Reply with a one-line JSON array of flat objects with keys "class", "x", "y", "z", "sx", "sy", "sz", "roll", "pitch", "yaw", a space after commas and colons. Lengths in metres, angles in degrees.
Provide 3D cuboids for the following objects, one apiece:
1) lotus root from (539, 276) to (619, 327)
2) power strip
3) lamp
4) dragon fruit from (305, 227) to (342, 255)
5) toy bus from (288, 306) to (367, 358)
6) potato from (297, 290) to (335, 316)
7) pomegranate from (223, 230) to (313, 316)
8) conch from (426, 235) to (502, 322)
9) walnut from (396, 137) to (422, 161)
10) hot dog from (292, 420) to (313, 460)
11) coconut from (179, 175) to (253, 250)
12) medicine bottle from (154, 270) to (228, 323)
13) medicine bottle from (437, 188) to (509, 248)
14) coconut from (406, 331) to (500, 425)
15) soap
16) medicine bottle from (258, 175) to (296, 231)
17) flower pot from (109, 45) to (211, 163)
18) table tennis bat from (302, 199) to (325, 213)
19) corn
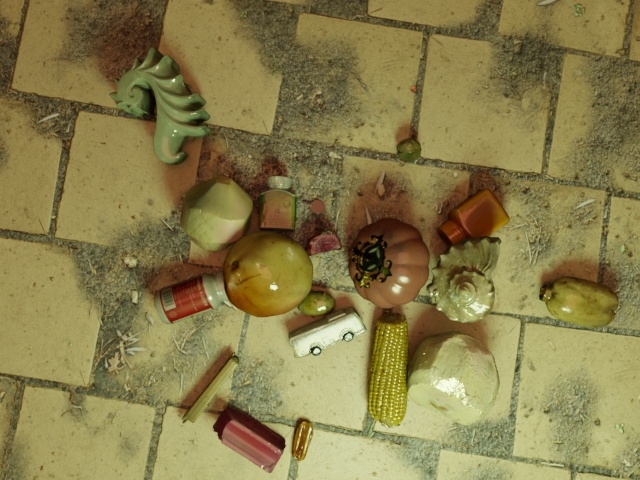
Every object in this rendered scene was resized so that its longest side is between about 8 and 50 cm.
[{"class": "lotus root", "x": 0.904, "y": 0.212, "z": 1.823, "sx": 0.283, "sy": 0.146, "sz": 0.160, "roll": 14, "pitch": 69, "yaw": 3}, {"class": "power strip", "x": -0.381, "y": 0.523, "z": 1.825, "sx": 0.044, "sy": 0.064, "sz": 0.305, "roll": 39, "pitch": 87, "yaw": -5}, {"class": "lamp", "x": 0.241, "y": 0.077, "z": 1.773, "sx": 0.239, "sy": 0.305, "sz": 0.306, "roll": 5, "pitch": 82, "yaw": -45}, {"class": "dragon fruit", "x": 0.000, "y": 0.000, "z": 1.848, "sx": 0.147, "sy": 0.102, "sz": 0.096, "roll": -15, "pitch": 94, "yaw": -11}, {"class": "toy bus", "x": 0.022, "y": 0.321, "z": 1.819, "sx": 0.267, "sy": 0.092, "sz": 0.106, "roll": -22, "pitch": 103, "yaw": -1}, {"class": "potato", "x": -0.016, "y": 0.222, "z": 1.845, "sx": 0.137, "sy": 0.070, "sz": 0.092, "roll": 1, "pitch": 85, "yaw": 0}, {"class": "pomegranate", "x": -0.169, "y": 0.112, "z": 1.747, "sx": 0.318, "sy": 0.319, "sz": 0.320, "roll": 0, "pitch": 86, "yaw": -1}, {"class": "conch", "x": 0.474, "y": 0.102, "z": 1.719, "sx": 0.209, "sy": 0.352, "sz": 0.297, "roll": 25, "pitch": 103, "yaw": -1}, {"class": "walnut", "x": 0.320, "y": -0.327, "z": 1.880, "sx": 0.092, "sy": 0.092, "sz": 0.092, "roll": 0, "pitch": 86, "yaw": -1}, {"class": "hot dog", "x": -0.063, "y": 0.705, "z": 1.832, "sx": 0.062, "sy": 0.038, "sz": 0.144, "roll": 13, "pitch": 89, "yaw": -3}, {"class": "coconut", "x": -0.351, "y": -0.104, "z": 1.771, "sx": 0.259, "sy": 0.259, "sz": 0.260, "roll": 0, "pitch": 86, "yaw": -1}, {"class": "medicine bottle", "x": -0.438, "y": 0.195, "z": 1.811, "sx": 0.250, "sy": 0.131, "sz": 0.131, "roll": -19, "pitch": 87, "yaw": -2}, {"class": "medicine bottle", "x": 0.534, "y": -0.065, "z": 1.850, "sx": 0.222, "sy": 0.112, "sz": 0.149, "roll": -34, "pitch": 88, "yaw": -3}, {"class": "coconut", "x": 0.441, "y": 0.440, "z": 1.736, "sx": 0.297, "sy": 0.297, "sz": 0.255, "roll": 34, "pitch": 59, "yaw": 1}, {"class": "soap", "x": -0.245, "y": 0.672, "z": 1.768, "sx": 0.249, "sy": 0.162, "sz": 0.099, "roll": 32, "pitch": 86, "yaw": 0}, {"class": "medicine bottle", "x": -0.152, "y": -0.129, "z": 1.856, "sx": 0.131, "sy": 0.088, "sz": 0.189, "roll": 2, "pitch": 87, "yaw": 0}, {"class": "flower pot", "x": -0.546, "y": -0.471, "z": 1.836, "sx": 0.254, "sy": 0.164, "sz": 0.368, "roll": -39, "pitch": 88, "yaw": 3}, {"class": "table tennis bat", "x": -0.024, "y": -0.127, "z": 1.898, "sx": 0.083, "sy": 0.007, "sz": 0.050, "roll": 18, "pitch": 87, "yaw": -2}, {"class": "corn", "x": 0.235, "y": 0.447, "z": 1.802, "sx": 0.143, "sy": 0.144, "sz": 0.388, "roll": 1, "pitch": 86, "yaw": -1}]
